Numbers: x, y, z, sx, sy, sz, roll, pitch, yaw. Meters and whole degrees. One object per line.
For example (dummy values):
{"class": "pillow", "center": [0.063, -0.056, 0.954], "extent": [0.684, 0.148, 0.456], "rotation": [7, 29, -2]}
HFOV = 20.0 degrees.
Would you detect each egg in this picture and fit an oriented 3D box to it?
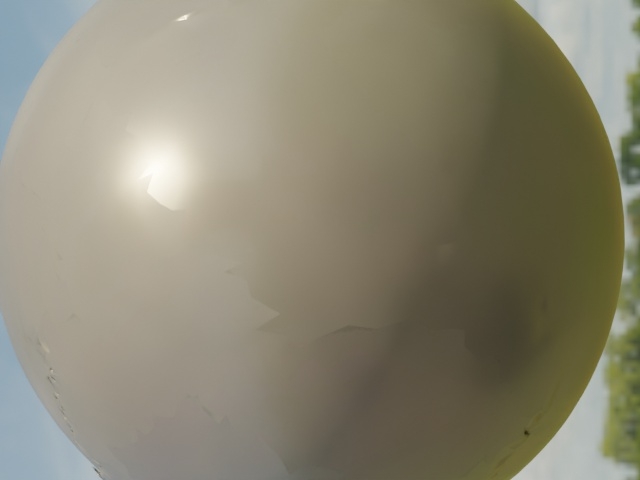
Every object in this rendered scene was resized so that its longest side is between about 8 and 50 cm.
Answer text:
{"class": "egg", "center": [0.000, 0.000, 0.437], "extent": [0.198, 0.146, 0.147], "rotation": [13, -103, -75]}
